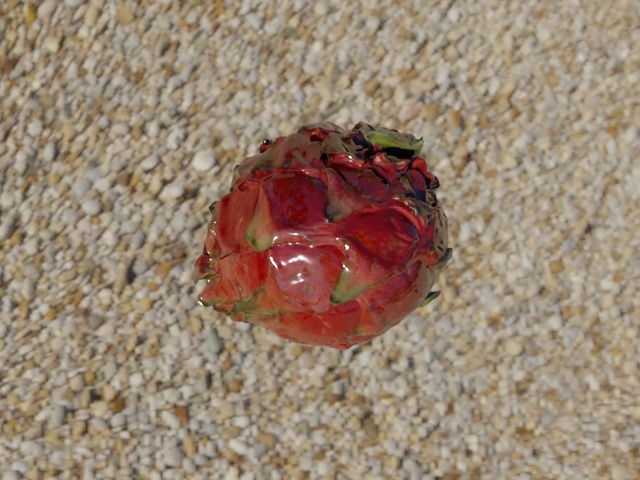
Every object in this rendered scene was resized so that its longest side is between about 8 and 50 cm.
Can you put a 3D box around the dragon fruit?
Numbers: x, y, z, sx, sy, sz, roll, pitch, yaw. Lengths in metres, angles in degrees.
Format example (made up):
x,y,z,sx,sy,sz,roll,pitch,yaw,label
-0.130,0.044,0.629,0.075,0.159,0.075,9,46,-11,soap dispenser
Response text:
x,y,z,sx,sy,sz,roll,pitch,yaw,label
0.000,0.000,1.321,0.244,0.299,0.244,37,42,-43,dragon fruit
